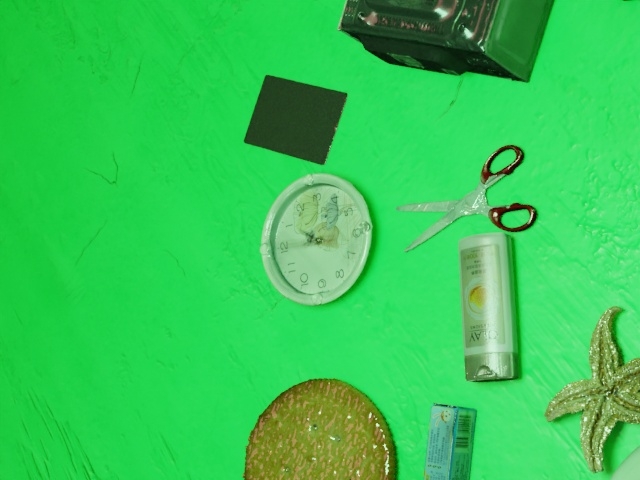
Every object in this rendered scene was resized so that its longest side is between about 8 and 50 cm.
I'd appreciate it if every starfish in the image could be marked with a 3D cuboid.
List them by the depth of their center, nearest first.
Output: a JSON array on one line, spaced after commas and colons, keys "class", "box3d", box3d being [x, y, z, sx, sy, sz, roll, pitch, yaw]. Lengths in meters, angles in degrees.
[{"class": "starfish", "box3d": [0.424, 0.212, 1.497, 0.227, 0.043, 0.241, -5, 74, 33]}]

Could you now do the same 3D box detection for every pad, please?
[{"class": "pad", "box3d": [-0.050, -0.228, 1.964, 0.211, 0.003, 0.143, 20, 93, 38]}]

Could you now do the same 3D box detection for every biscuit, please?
[{"class": "biscuit", "box3d": [-0.003, 0.384, 1.772, 0.305, 0.038, 0.305, -10, 71, 30]}]

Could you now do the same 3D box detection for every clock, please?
[{"class": "clock", "box3d": [0.000, 0.000, 1.848, 0.236, 0.053, 0.237, -6, 79, 35]}]

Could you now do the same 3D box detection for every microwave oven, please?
[{"class": "microwave oven", "box3d": [0.205, -0.399, 1.699, 0.295, 0.181, 0.238, 18, 90, 37]}]

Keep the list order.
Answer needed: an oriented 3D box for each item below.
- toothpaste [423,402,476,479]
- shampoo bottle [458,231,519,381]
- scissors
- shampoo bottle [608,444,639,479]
[{"class": "toothpaste", "box3d": [0.193, 0.388, 1.618, 0.050, 0.065, 0.267, 2, 82, 37]}, {"class": "shampoo bottle", "box3d": [0.261, 0.105, 1.631, 0.086, 0.056, 0.228, -9, 75, 36]}, {"class": "scissors", "box3d": [0.232, -0.055, 1.713, 0.247, 0.017, 0.144, -21, 68, 33]}, {"class": "shampoo bottle", "box3d": [0.523, 0.308, 1.337, 0.350, 0.151, 0.222, -52, 56, 16]}]
